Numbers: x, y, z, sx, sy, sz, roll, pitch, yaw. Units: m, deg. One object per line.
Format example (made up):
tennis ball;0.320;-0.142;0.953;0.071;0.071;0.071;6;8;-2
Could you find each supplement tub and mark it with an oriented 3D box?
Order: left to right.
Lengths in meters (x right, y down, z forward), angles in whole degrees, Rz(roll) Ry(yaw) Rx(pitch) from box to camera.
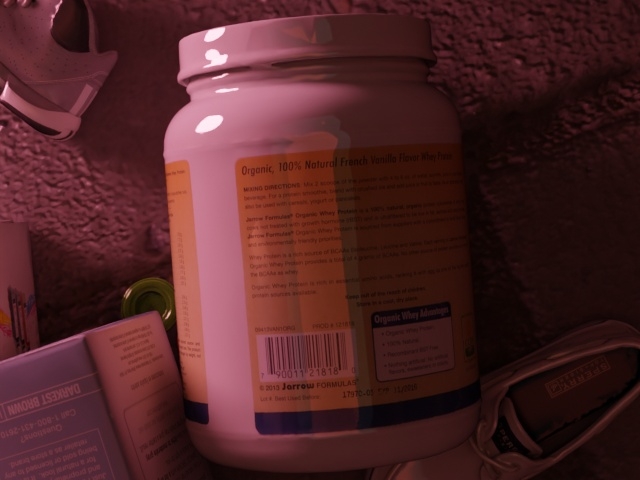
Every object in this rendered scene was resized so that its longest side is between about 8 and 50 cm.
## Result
supplement tub;0.000;0.000;0.962;0.228;0.228;0.316;-4;92;3

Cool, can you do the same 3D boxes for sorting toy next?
sorting toy;-0.121;0.077;1.069;0.102;0.042;0.061;30;77;13

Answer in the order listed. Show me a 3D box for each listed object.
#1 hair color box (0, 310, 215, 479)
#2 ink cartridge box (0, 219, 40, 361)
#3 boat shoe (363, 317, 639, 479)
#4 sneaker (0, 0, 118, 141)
hair color box;-0.136;0.253;0.954;0.113;0.185;0.375;-19;89;9
ink cartridge box;-0.306;0.074;1.029;0.128;0.127;0.176;-6;90;3
boat shoe;0.153;0.154;1.029;0.267;0.088;0.096;-27;90;3
sneaker;-0.266;-0.197;1.050;0.228;0.086;0.132;38;88;-9
